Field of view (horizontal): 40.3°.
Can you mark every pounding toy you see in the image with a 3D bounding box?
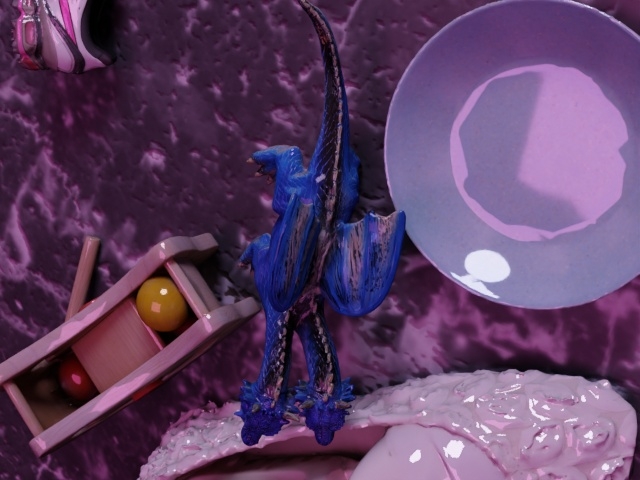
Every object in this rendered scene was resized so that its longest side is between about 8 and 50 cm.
[{"bbox_3d":[-0.192,0.067,0.715,0.269,0.154,0.154,-38,83,33],"label":"pounding toy"}]

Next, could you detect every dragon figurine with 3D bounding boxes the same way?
[{"bbox_3d":[0.000,0.000,0.575,0.144,0.085,0.289,-117,39,-58],"label":"dragon figurine"}]

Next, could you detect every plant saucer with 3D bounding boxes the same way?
[{"bbox_3d":[0.134,-0.054,0.552,0.195,0.037,0.194,9,108,28],"label":"plant saucer"}]

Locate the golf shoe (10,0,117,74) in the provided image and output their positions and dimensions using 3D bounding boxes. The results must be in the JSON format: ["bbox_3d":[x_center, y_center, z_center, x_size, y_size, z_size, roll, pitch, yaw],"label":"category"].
[{"bbox_3d":[-0.199,-0.228,0.699,0.086,0.067,0.186,3,105,1],"label":"golf shoe"}]

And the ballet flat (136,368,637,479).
[{"bbox_3d":[0.021,0.187,0.634,0.409,0.147,0.147,-13,96,33],"label":"ballet flat"}]
